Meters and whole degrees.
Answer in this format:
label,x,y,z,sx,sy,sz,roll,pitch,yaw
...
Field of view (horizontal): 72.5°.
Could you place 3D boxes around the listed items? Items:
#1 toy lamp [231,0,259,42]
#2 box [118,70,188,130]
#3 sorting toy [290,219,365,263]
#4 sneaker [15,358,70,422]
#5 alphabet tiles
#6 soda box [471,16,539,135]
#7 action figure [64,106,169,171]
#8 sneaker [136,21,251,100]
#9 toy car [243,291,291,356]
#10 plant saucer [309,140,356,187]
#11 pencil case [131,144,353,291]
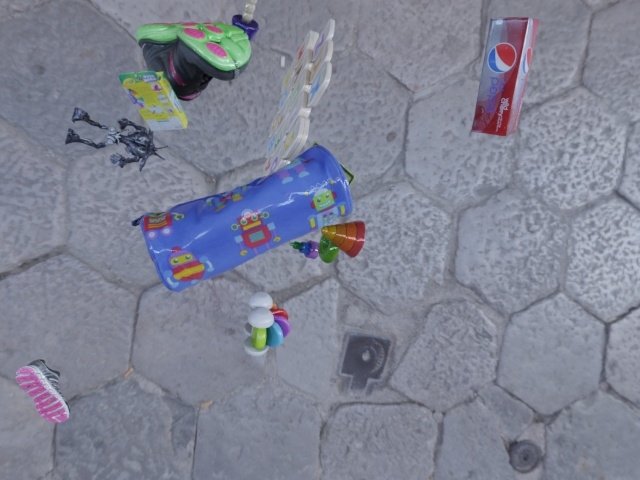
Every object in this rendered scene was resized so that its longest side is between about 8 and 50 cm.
label,x,y,z,sx,sy,sz,roll,pitch,yaw
toy lamp,-0.178,-0.651,1.156,0.080,0.080,0.274,21,132,-12
box,-0.425,-0.361,1.118,0.105,0.179,0.043,-2,60,8
sorting toy,0.000,0.000,1.443,0.126,0.366,0.126,15,75,-26
sneaker,-0.640,0.349,1.029,0.063,0.075,0.170,-23,109,0
alphabet tiles,-0.050,-0.247,0.795,0.021,0.278,0.283,17,57,-21
soda box,0.445,-0.393,1.058,0.084,0.092,0.263,-25,125,-46
action figure,-0.624,-0.313,1.356,0.276,0.141,0.163,16,89,-31
sneaker,-0.337,-0.481,1.187,0.185,0.483,0.202,-22,124,-33
toy car,-0.159,0.256,1.327,0.136,0.182,0.159,7,116,-13
plant saucer,0.012,-0.188,1.390,0.188,0.045,0.188,45,121,19
pencil case,-0.107,-0.036,0.648,0.306,0.133,0.119,-24,119,-8
